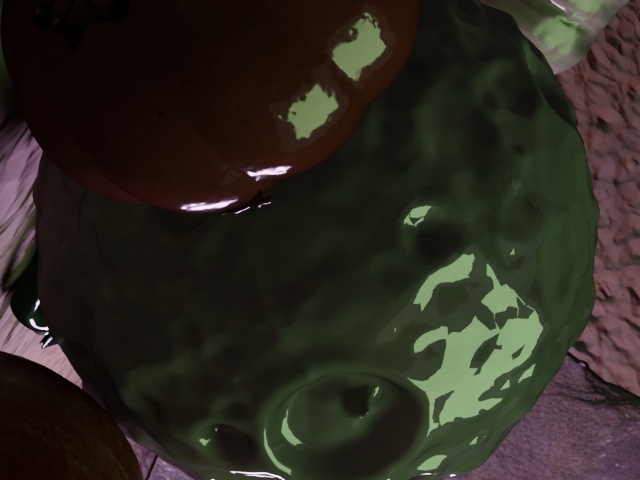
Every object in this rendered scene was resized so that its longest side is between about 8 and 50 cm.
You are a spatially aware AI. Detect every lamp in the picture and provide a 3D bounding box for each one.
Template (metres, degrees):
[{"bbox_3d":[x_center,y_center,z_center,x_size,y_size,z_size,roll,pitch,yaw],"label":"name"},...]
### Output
[{"bbox_3d":[-0.047,-0.101,0.534,0.182,0.140,0.182,-19,-128,26],"label":"lamp"}]

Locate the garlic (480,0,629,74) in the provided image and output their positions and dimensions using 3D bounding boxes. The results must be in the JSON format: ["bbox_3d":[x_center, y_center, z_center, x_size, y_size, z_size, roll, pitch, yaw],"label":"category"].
[{"bbox_3d":[0.173,-0.297,1.345,0.317,0.259,0.318,-30,-136,34],"label":"garlic"}]

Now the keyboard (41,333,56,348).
[{"bbox_3d":[-0.294,0.098,1.632,0.064,0.010,0.198,-50,180,-2],"label":"keyboard"}]

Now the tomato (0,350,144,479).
[{"bbox_3d":[-0.217,0.177,0.702,0.270,0.227,0.270,-47,-160,23],"label":"tomato"}]

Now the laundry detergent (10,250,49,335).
[{"bbox_3d":[-0.200,0.020,1.110,0.211,0.063,0.137,-48,179,43],"label":"laundry detergent"}]

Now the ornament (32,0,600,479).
[{"bbox_3d":[0.000,0.000,0.810,0.337,0.337,0.337,-51,180,0],"label":"ornament"}]
